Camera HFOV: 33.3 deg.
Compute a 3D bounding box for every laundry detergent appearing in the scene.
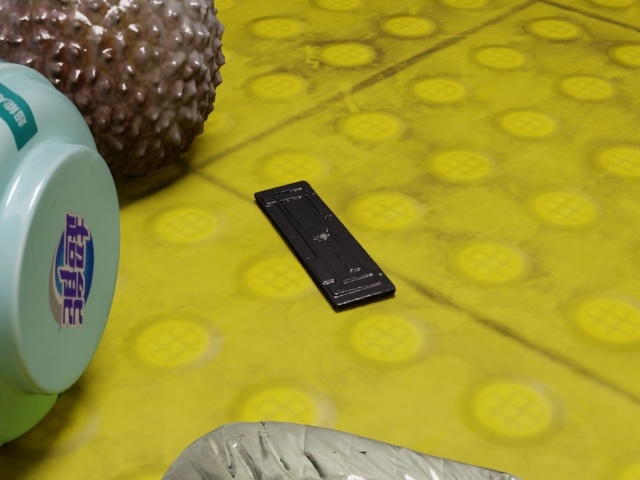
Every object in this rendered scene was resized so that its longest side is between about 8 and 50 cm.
[{"bbox_3d":[-0.320,0.003,0.773,0.305,0.287,0.287,7,35,10],"label":"laundry detergent"}]

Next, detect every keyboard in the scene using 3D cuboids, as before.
[{"bbox_3d":[0.000,0.000,1.023,0.061,0.013,0.204,-14,37,-20],"label":"keyboard"}]

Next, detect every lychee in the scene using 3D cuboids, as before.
[{"bbox_3d":[-0.246,-0.199,1.088,0.300,0.300,0.300,0,34,0],"label":"lychee"}]

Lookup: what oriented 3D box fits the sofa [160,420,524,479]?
[{"bbox_3d":[-0.016,0.231,0.518,0.176,0.210,0.225,13,33,16],"label":"sofa"}]
